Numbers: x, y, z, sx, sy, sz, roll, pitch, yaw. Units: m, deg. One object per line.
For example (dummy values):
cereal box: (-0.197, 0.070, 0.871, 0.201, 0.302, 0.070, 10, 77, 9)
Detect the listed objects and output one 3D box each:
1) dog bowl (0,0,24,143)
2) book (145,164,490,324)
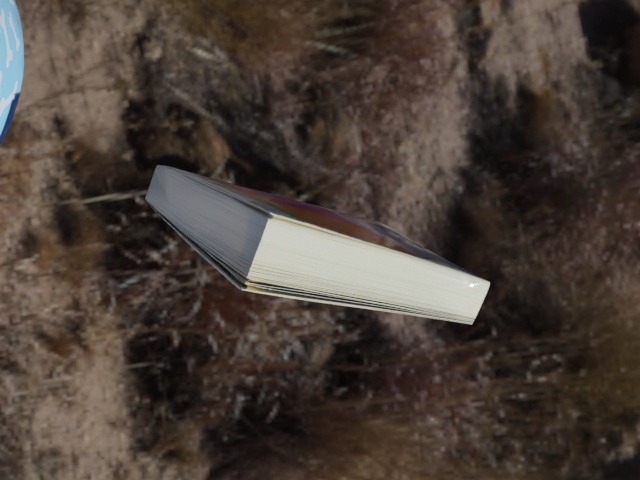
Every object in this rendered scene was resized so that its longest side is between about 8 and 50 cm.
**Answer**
dog bowl: (-0.246, -0.036, 0.442, 0.166, 0.297, 0.074, 54, 6, 9)
book: (0.000, 0.000, 0.533, 0.144, 0.096, 0.035, 13, 103, -40)
